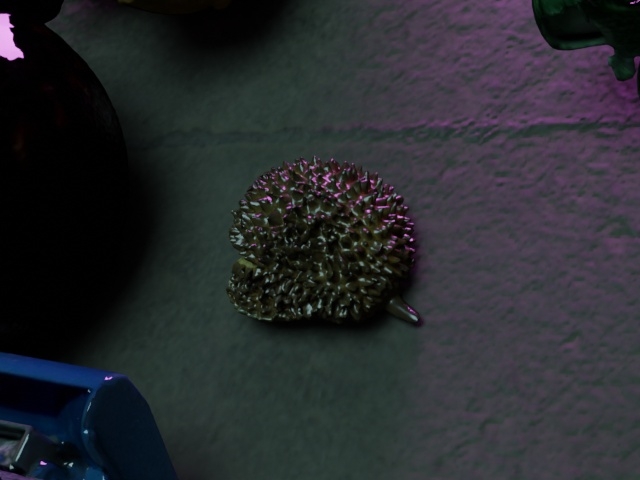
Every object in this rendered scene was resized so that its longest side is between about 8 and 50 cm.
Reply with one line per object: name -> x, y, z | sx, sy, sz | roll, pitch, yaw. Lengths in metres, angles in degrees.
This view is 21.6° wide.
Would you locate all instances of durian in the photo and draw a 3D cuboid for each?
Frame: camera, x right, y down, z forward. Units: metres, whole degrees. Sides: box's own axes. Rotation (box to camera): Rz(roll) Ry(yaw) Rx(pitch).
durian -> -0.002, 0.001, 0.924 | 0.140, 0.071, 0.110 | 33, 81, 37

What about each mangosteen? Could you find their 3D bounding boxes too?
mangosteen -> -0.248, -0.058, 1.021 | 0.287, 0.233, 0.288 | -21, 52, 29

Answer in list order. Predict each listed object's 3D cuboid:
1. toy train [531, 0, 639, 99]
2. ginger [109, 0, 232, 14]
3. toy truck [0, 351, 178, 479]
toy train -> 0.237, -0.162, 0.829 | 0.266, 0.145, 0.202 | -7, 54, 29
ginger -> -0.078, -0.298, 1.128 | 0.274, 0.152, 0.357 | 8, 63, 58
toy truck -> -0.195, 0.230, 0.822 | 0.146, 0.175, 0.367 | 6, 64, 37
